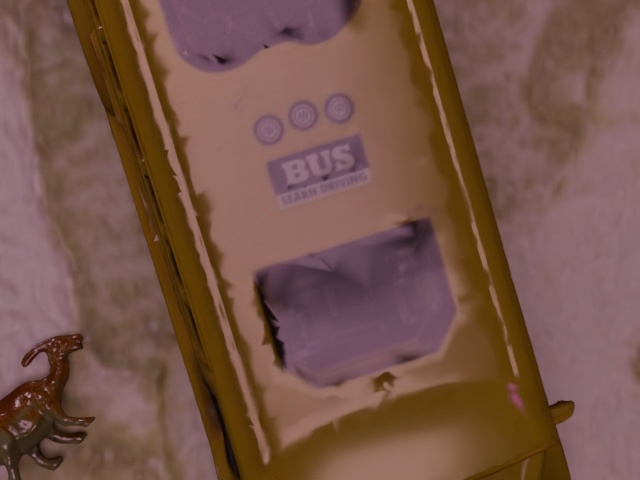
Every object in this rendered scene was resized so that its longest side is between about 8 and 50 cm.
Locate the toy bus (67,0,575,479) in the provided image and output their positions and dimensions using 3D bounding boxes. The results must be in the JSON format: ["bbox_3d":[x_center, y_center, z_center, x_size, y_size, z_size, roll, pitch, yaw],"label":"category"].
[{"bbox_3d":[0.000,0.000,0.585,0.145,0.151,0.331,-18,97,-4],"label":"toy bus"}]

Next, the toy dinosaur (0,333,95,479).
[{"bbox_3d":[-0.129,0.090,0.648,0.041,0.026,0.113,35,84,-1],"label":"toy dinosaur"}]
